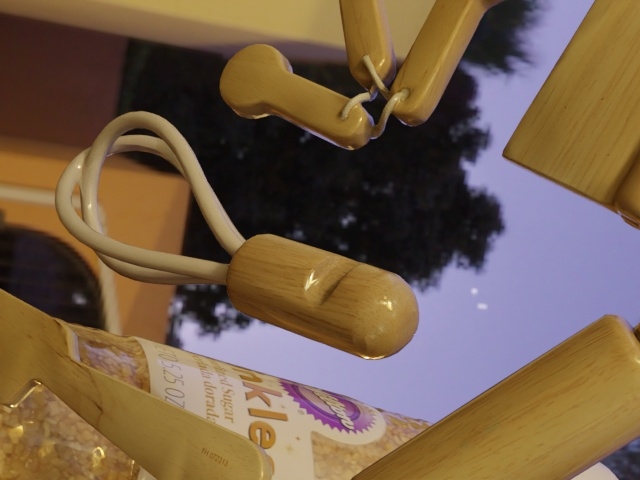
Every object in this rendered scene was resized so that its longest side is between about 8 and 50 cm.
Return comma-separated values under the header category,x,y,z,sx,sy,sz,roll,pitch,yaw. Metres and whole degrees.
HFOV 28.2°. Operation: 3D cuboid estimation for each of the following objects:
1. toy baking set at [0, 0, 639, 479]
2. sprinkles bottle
category,x,y,z,sx,sy,sz,roll,pitch,yaw
toy baking set,0.004,0.004,0.371,0.256,0.030,0.196,-38,-127,11
sprinkles bottle,-0.023,0.121,0.580,0.121,0.355,0.121,-41,-141,46
